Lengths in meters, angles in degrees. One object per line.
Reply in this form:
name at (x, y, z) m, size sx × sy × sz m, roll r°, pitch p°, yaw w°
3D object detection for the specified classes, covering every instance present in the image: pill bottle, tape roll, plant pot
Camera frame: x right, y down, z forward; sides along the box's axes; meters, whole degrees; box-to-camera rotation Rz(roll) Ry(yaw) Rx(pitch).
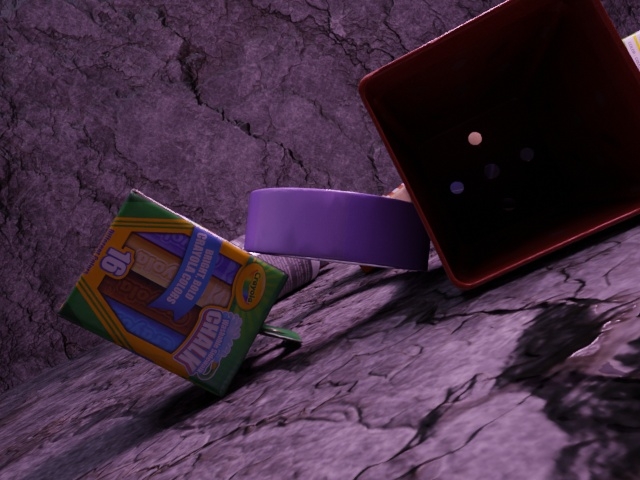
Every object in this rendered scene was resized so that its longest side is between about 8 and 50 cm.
pill bottle at (-0.114, 0.049, 1.246) m, size 0.318 × 0.176 × 0.176 m, roll -28°, pitch 4°, yaw -28°
tape roll at (0.026, -0.011, 0.786) m, size 0.275 × 0.090 × 0.275 m, roll 7°, pitch -2°, yaw 0°
plant pot at (0.232, -0.112, 0.671) m, size 0.267 × 0.267 × 0.236 m, roll -26°, pitch -8°, yaw 9°

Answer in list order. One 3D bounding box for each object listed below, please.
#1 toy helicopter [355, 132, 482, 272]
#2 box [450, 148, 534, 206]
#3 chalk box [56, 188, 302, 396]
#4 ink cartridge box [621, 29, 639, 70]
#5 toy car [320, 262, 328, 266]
toy helicopter at (0.183, -0.097, 0.965) m, size 0.235 × 0.140 × 0.355 m, roll -34°, pitch -4°, yaw -38°
box at (0.315, -0.155, 0.960) m, size 0.103 × 0.184 × 0.261 m, roll 7°, pitch 0°, yaw -6°
chalk box at (-0.163, 0.085, 0.726) m, size 0.179 × 0.289 × 0.180 m, roll -60°, pitch 7°, yaw -8°
ink cartridge box at (0.733, -0.357, 0.980) m, size 0.255 × 0.189 × 0.097 m, roll -23°, pitch 5°, yaw 45°
toy car at (-0.001, 0.040, 1.543) m, size 0.225 × 0.053 × 0.239 m, roll -29°, pitch 5°, yaw -42°
